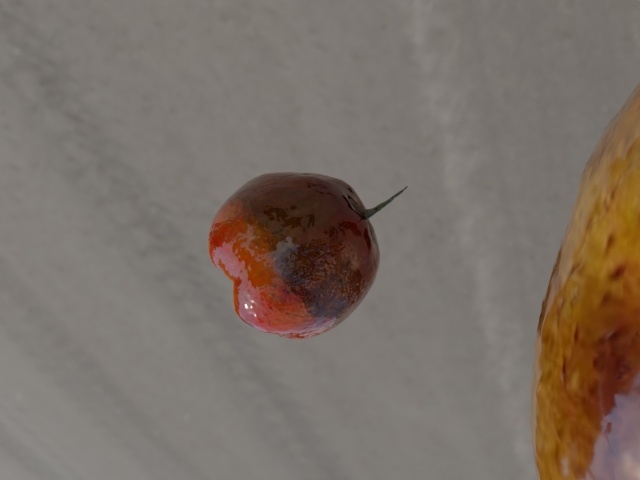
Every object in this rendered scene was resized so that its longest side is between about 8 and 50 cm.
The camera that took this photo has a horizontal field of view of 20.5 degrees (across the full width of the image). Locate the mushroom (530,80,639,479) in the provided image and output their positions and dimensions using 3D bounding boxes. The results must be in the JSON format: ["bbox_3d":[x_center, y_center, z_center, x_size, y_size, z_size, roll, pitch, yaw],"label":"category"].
[{"bbox_3d":[0.179,0.041,0.493,0.267,0.267,0.254,16,-157,18],"label":"mushroom"}]

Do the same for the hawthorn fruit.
[{"bbox_3d":[-0.011,0.011,1.264,0.140,0.125,0.125,-6,163,-10],"label":"hawthorn fruit"}]
